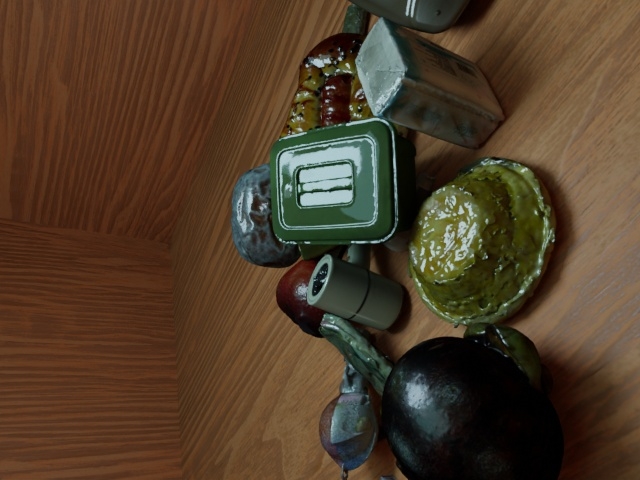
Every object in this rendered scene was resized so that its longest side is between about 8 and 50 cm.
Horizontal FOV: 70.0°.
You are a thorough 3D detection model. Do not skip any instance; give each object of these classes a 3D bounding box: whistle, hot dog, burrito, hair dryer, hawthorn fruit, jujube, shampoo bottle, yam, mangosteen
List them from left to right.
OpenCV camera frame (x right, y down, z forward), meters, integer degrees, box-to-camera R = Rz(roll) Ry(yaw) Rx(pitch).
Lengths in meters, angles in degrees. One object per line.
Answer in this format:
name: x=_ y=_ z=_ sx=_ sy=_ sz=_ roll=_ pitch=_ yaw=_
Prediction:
jujube: x=-0.139 y=-0.068 z=1.341 sx=0.215 sy=0.247 sz=0.307 roll=-3 pitch=99 yaw=47
hawthorn fruit: x=0.005 y=0.124 z=1.244 sx=0.265 sy=0.210 sz=0.230 roll=-64 pitch=21 yaw=-7
whistle: x=0.074 y=0.377 z=1.082 sx=0.134 sy=0.142 sz=0.346 roll=-34 pitch=38 yaw=45
hot dog: x=0.086 y=-0.373 z=1.210 sx=0.368 sy=0.196 sz=0.365 roll=17 pitch=88 yaw=30
yam: x=0.105 y=-0.656 z=1.441 sx=0.078 sy=0.078 sz=0.179 roll=5 pitch=82 yaw=61
hair dryer: x=0.094 y=0.036 z=1.153 sx=0.128 sy=0.203 sz=0.361 roll=-52 pitch=22 yaw=45
burrito: x=0.106 y=0.269 z=1.030 sx=0.309 sy=0.066 sz=0.096 roll=40 pitch=142 yaw=28
shampoo bottle: x=0.208 y=-0.067 z=1.063 sx=0.074 sy=0.074 sz=0.192 roll=52 pitch=126 yaw=53
mangosteen: x=0.238 y=0.273 z=0.717 sx=0.288 sy=0.288 sz=0.287 roll=-28 pitch=57 yaw=55

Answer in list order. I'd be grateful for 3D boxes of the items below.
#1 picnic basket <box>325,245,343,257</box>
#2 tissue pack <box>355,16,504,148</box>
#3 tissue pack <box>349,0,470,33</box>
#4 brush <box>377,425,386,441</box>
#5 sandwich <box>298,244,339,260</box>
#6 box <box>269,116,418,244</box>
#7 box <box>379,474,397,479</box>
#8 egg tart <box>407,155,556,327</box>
picnic basket: x=0.000 y=0.000 z=1.407 sx=0.164 sy=0.080 sz=0.115 roll=15 pitch=95 yaw=61
tissue pack: x=0.217 y=-0.309 z=0.922 sx=0.124 sy=0.271 sz=0.201 roll=-48 pitch=41 yaw=45
tissue pack: x=0.164 y=-0.648 z=1.016 sx=0.276 sy=0.387 sz=0.267 roll=-86 pitch=20 yaw=-56
brush: x=0.141 y=0.446 z=1.063 sx=0.190 sy=0.028 sz=0.034 roll=-49 pitch=39 yaw=44
sandwich: x=0.019 y=-0.031 z=1.206 sx=0.187 sy=0.144 sz=0.117 roll=-52 pitch=-56 yaw=-74
box: x=0.055 y=-0.121 z=1.024 sx=0.329 sy=0.178 sz=0.252 roll=0 pitch=94 yaw=35
box: x=0.168 y=0.556 z=0.970 sx=0.117 sy=0.036 sz=0.050 roll=26 pitch=104 yaw=59
egg tart: x=0.272 y=-0.003 z=0.870 sx=0.341 sy=0.132 sz=0.341 roll=-29 pitch=55 yaw=53
